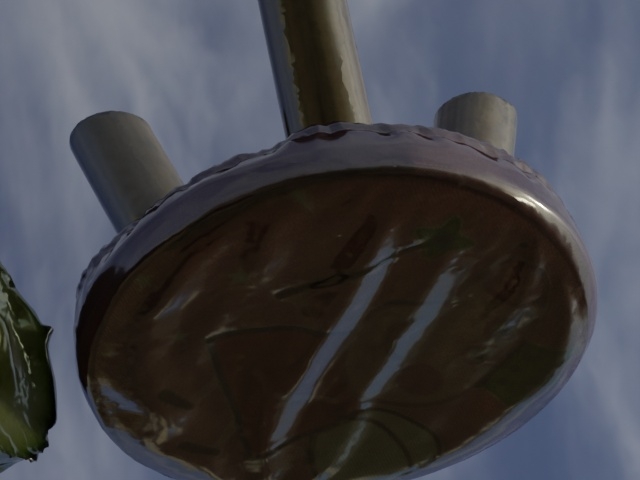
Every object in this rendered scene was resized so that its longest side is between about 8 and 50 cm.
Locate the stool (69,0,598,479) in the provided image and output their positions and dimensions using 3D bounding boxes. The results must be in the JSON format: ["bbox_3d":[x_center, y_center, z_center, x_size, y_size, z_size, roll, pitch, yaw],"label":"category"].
[{"bbox_3d":[0.000,0.000,0.971,0.272,0.178,0.272,-7,-40,-6],"label":"stool"}]

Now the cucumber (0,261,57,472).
[{"bbox_3d":[-0.267,0.087,0.929,0.244,0.134,0.134,-20,-67,13],"label":"cucumber"}]
